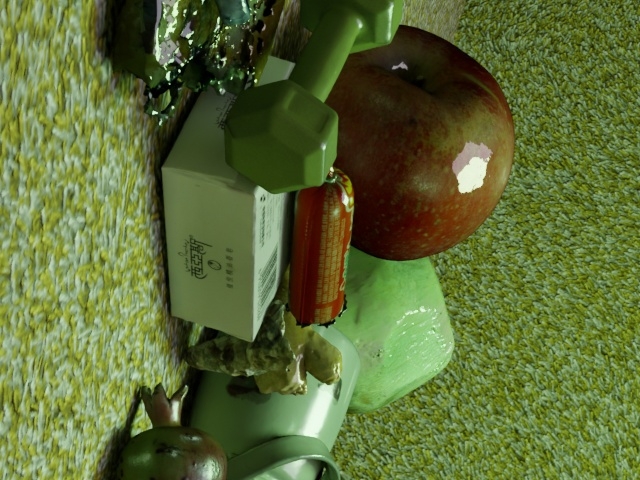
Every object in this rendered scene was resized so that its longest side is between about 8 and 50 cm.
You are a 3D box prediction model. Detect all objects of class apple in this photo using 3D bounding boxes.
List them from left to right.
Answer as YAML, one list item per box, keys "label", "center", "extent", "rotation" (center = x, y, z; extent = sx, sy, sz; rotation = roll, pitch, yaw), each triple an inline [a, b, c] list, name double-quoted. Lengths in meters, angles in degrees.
- label: "apple"
  center: [0.096, -0.135, 1.836]
  extent: [0.348, 0.348, 0.277]
  rotation: [-63, 175, -53]

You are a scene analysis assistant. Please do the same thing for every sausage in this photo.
- label: "sausage"
  center: [0.000, 0.000, 1.564]
  extent: [0.264, 0.083, 0.083]
  rotation: [95, 13, -51]

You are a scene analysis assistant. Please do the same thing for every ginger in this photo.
- label: "ginger"
  center: [-0.058, 0.056, 1.718]
  extent: [0.065, 0.118, 0.298]
  rotation: [85, -10, -73]

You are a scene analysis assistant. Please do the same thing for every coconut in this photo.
- label: "coconut"
  center: [0.040, 0.136, 2.122]
  extent: [0.328, 0.328, 0.281]
  rotation: [81, -9, -68]

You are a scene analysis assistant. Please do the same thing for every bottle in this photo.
- label: "bottle"
  center: [-0.081, 0.278, 1.772]
  extent: [0.229, 0.229, 0.351]
  rotation: [90, 17, -57]

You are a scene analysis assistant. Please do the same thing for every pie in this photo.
- label: "pie"
  center: [-0.100, -0.262, 1.284]
  extent: [0.371, 0.078, 0.296]
  rotation: [-35, 137, -75]

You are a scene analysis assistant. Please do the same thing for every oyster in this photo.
- label: "oyster"
  center: [-0.095, 0.135, 1.639]
  extent: [0.200, 0.061, 0.106]
  rotation: [-46, -127, 41]

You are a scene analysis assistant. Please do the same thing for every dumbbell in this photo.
- label: "dumbbell"
  center: [-0.002, -0.183, 1.399]
  extent: [0.108, 0.121, 0.302]
  rotation: [-42, -161, 51]

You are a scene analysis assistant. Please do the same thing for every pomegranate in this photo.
- label: "pomegranate"
  center: [-0.168, 0.250, 1.534]
  extent: [0.129, 0.129, 0.159]
  rotation: [91, 7, -55]

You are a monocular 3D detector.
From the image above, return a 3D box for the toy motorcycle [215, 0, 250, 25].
- label: "toy motorcycle"
  center: [-0.083, -0.320, 0.952]
  extent: [0.319, 0.182, 0.241]
  rotation: [75, 31, -69]

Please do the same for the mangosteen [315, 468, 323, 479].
- label: "mangosteen"
  center: [-0.058, 0.288, 1.991]
  extent: [0.230, 0.194, 0.194]
  rotation: [-44, 173, 6]

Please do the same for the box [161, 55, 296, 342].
- label: "box"
  center: [-0.091, -0.051, 1.525]
  extent: [0.274, 0.116, 0.203]
  rotation: [94, 15, -52]
